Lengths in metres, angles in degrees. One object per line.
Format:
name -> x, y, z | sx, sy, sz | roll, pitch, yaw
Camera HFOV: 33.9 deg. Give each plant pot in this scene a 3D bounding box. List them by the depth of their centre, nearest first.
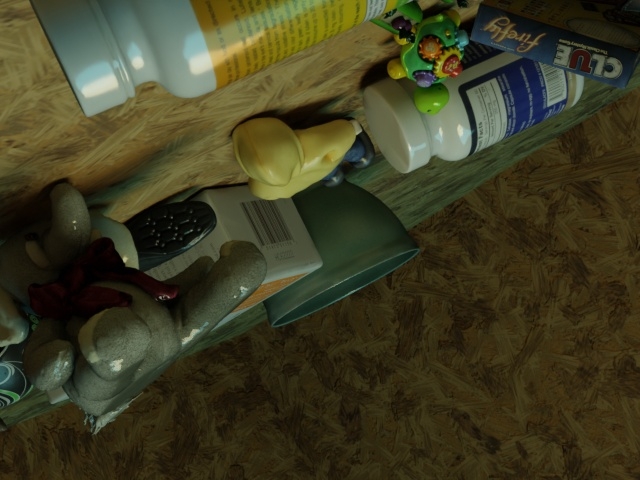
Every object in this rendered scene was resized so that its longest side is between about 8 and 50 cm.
plant pot -> 0.000, 0.000, 1.839 | 0.293, 0.196, 0.293 | -27, 172, -4

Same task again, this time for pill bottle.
pill bottle -> -0.063, -0.177, 0.690 | 0.245, 0.136, 0.136 | -26, 172, -10
pill bottle -> 0.200, -0.197, 1.389 | 0.264, 0.153, 0.153 | -25, 172, -13

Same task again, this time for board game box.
board game box -> 0.275, -0.240, 1.136 | 0.243, 0.165, 0.042 | -45, 152, -56

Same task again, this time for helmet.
helmet -> -0.458, 0.154, 1.443 | 0.169, 0.169, 0.161 | -26, 156, -6

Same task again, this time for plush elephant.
plush elephant -> -0.270, 0.055, 1.213 | 0.272, 0.255, 0.330 | -32, 170, -44

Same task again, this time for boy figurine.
boy figurine -> -0.033, -0.110, 1.403 | 0.177, 0.092, 0.285 | -31, 171, 26

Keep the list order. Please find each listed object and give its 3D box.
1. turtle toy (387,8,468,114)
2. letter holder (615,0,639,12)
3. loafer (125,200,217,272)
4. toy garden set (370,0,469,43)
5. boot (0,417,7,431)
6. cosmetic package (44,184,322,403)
turtle toy -> 0.134, -0.213, 1.257 | 0.095, 0.066, 0.130 | -23, 141, -29
letter holder -> 0.417, -0.367, 1.034 | 0.302, 0.152, 0.214 | -34, 168, 40
loafer -> -0.246, 0.001, 1.495 | 0.223, 0.076, 0.078 | -24, 178, 12
toy garden set -> 0.151, -0.281, 1.060 | 0.244, 0.049, 0.204 | -30, 172, 19
boot -> -0.524, 0.196, 1.230 | 0.263, 0.229, 0.091 | -28, 172, 7
cosmetic package -> -0.248, 0.084, 1.690 | 0.453, 0.161, 0.230 | -31, 171, 29
